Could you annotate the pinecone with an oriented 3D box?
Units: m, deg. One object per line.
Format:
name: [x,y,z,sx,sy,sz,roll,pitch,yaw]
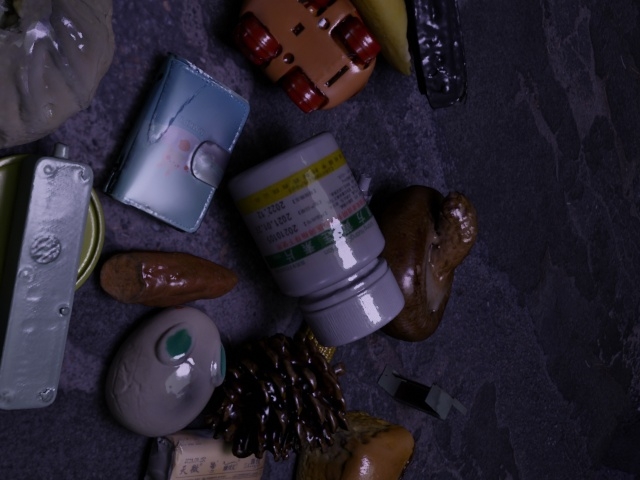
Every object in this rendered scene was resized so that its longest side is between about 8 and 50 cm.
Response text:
pinecone: [-0.075,0.275,1.267,0.257,0.243,0.244,3,100,-4]

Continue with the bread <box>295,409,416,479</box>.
bread: [0.068,0.469,1.486,0.262,0.204,0.163,-50,132,-27]

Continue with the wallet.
wallet: [-0.230,-0.152,1.150,0.176,0.075,0.251,29,80,-40]

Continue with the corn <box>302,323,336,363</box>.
corn: [-0.022,0.246,1.436,0.080,0.080,0.238,34,79,-42]

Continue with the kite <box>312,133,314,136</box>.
kite: [-0.003,-0.155,1.411,0.090,0.004,0.122,-39,124,-30]

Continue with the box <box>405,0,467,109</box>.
box: [0.196,-0.461,1.322,0.350,0.090,0.359,-92,169,-52]

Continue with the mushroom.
mushroom: [0.196,0.048,1.486,0.345,0.239,0.345,-28,133,-34]

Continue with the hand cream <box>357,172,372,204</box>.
hand cream: [0.075,-0.018,1.486,0.084,0.050,0.257,-15,118,-40]

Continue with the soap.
soap: [0.061,-0.507,1.231,0.427,0.115,0.306,46,27,-45]

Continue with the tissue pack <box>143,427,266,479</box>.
tissue pack: [-0.215,0.436,1.288,0.222,0.090,0.186,9,97,-43]

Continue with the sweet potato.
sweet potato: [-0.241,0.066,1.177,0.251,0.097,0.097,8,94,-42]

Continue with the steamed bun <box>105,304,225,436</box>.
steamed bun: [-0.249,0.222,1.180,0.177,0.130,0.228,40,74,-39]

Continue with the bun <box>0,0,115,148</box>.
bun: [-0.414,-0.274,0.854,0.359,0.210,0.360,-12,108,-40]

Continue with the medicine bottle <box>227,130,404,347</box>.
medicine bottle: [0.000,0.000,1.242,0.208,0.208,0.340,-33,99,-34]

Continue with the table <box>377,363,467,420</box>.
table: [0.242,0.370,1.662,0.175,0.146,0.063,45,68,-39]

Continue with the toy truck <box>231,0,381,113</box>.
toy truck: [-0.016,-0.353,1.245,0.189,0.239,0.265,-40,106,13]

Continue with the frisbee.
frisbee: [-0.429,-0.010,1.034,0.235,0.017,0.236,-11,106,-42]

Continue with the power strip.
power strip: [-0.405,0.049,1.015,0.091,0.062,0.386,7,95,-44]
